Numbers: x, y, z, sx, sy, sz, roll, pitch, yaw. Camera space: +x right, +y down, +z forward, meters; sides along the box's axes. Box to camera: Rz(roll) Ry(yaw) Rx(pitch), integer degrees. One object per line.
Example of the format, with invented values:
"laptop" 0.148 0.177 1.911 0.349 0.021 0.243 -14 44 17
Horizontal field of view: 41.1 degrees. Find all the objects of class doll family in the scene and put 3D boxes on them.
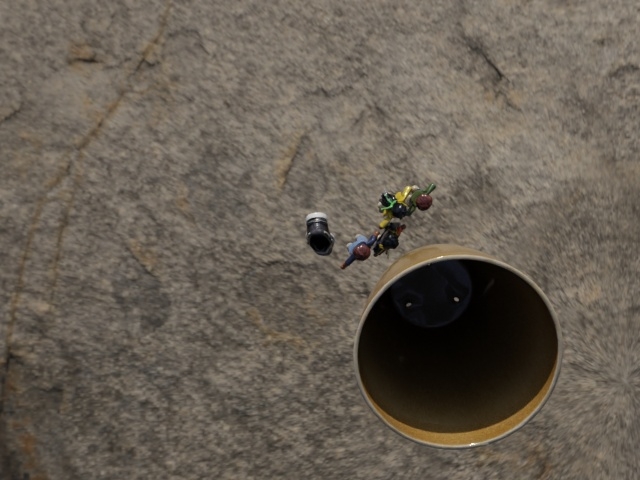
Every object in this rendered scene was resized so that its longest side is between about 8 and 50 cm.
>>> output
"doll family" 0.106 -0.023 1.365 0.076 0.111 0.193 31 96 -11

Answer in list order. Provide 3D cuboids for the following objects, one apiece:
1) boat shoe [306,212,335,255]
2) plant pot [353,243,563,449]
"boat shoe" 0.000 0.000 1.351 0.046 0.125 0.038 -4 64 1
"plant pot" 0.154 0.098 1.085 0.237 0.254 0.237 0 105 -1
